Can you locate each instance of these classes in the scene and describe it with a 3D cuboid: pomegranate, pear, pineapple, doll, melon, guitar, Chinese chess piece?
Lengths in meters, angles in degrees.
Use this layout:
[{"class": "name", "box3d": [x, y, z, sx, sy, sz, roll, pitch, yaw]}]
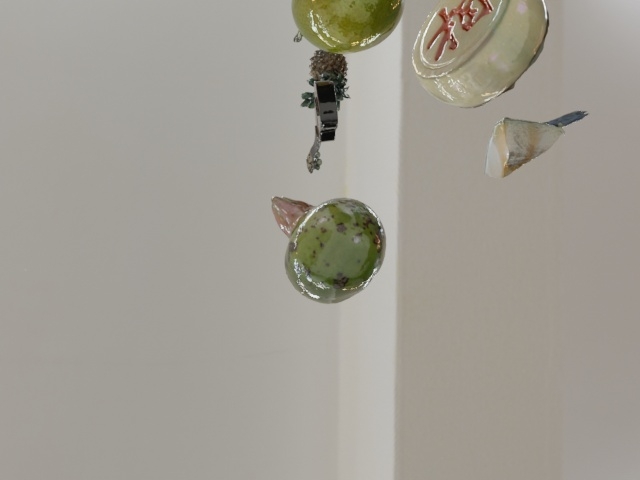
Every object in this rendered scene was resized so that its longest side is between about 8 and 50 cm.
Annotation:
[{"class": "pomegranate", "box3d": [0.000, 0.000, 1.316, 0.248, 0.214, 0.214, 37, -108, 14]}, {"class": "pear", "box3d": [0.024, -0.359, 1.066, 0.166, 0.216, 0.180, 56, -142, -20]}, {"class": "pineapple", "box3d": [0.010, -0.344, 1.477, 0.103, 0.221, 0.083, 0, -53, 1]}, {"class": "doll", "box3d": [0.568, -0.278, 1.648, 0.125, 0.037, 0.027, -19, -63, 16]}, {"class": "melon", "box3d": [0.452, -0.225, 1.603, 0.202, 0.093, 0.139, -30, -63, 15]}, {"class": "guitar", "box3d": [0.001, -0.188, 1.250, 0.038, 0.271, 0.084, -4, -109, -6]}, {"class": "Chinese chess piece", "box3d": [0.134, -0.174, 0.600, 0.051, 0.122, 0.122, 28, -103, -30]}]
